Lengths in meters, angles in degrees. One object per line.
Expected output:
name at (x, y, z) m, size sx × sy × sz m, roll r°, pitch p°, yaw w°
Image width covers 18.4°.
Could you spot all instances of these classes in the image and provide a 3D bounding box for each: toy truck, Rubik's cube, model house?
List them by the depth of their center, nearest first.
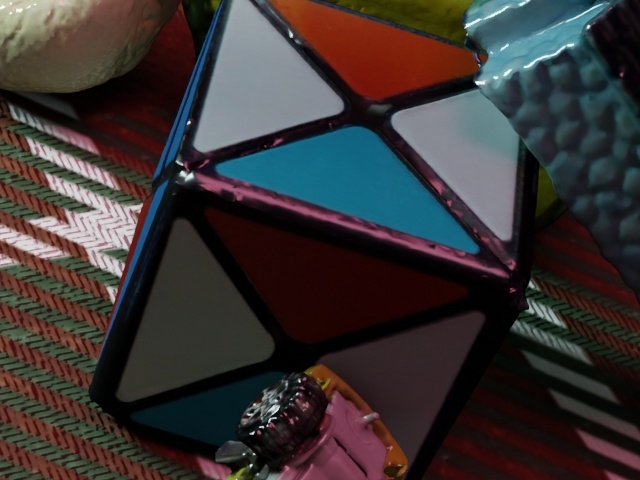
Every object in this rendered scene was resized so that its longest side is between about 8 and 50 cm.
toy truck at (-0.041, 0.202, 1.226) m, size 0.136 × 0.111 × 0.286 m, roll 49°, pitch 51°, yaw -14°
model house at (0.266, -0.134, 1.356) m, size 0.261 × 0.241 × 0.226 m, roll 50°, pitch 35°, yaw -22°
Rubik's cube at (-0.001, 0.000, 1.396) m, size 0.250 × 0.248 × 0.246 m, roll 17°, pitch 42°, yaw -6°

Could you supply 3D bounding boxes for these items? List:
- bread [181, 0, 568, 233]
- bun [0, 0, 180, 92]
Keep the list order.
bread at (0.080, -0.165, 1.618) m, size 0.377 × 0.251 × 0.208 m, roll 21°, pitch 24°, yaw 4°
bun at (-0.219, -0.219, 1.608) m, size 0.244 × 0.153 × 0.243 m, roll -2°, pitch 61°, yaw 3°
